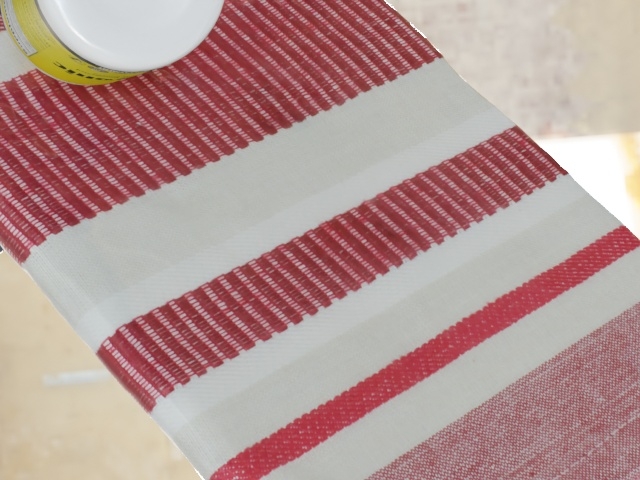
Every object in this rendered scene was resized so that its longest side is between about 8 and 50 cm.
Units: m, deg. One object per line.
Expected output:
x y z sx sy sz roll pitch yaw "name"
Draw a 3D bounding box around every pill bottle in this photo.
-0.078 -0.088 0.575 0.116 0.065 0.065 -173 -102 -71 "pill bottle"

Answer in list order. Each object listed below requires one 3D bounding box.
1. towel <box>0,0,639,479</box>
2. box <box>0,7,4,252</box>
0.000 0.000 0.683 0.329 0.237 0.037 47 -38 22 "towel"
-0.290 -0.196 1.065 0.312 0.179 0.343 41 29 -31 "box"
